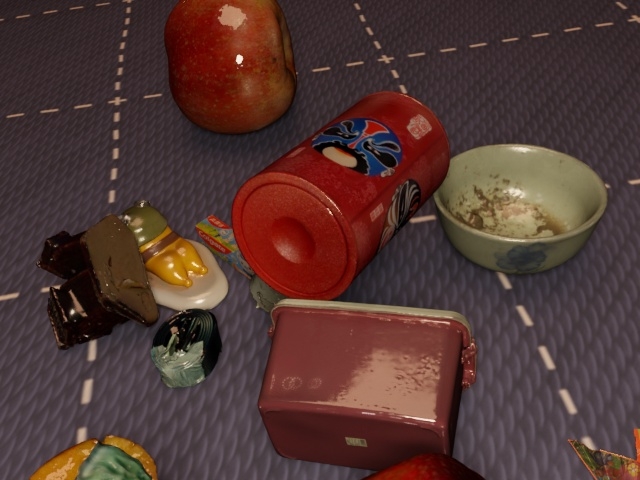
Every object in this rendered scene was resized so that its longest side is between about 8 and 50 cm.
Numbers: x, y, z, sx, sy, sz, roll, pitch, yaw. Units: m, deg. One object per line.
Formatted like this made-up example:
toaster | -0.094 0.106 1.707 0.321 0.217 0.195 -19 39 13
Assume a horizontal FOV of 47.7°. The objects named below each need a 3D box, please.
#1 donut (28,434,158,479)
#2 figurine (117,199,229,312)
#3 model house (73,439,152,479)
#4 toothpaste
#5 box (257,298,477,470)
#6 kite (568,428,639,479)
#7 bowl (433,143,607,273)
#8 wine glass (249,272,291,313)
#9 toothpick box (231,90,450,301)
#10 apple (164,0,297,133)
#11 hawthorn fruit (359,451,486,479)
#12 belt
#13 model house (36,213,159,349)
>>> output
donut | -0.299 0.347 0.957 0.178 0.065 0.162 -16 46 -13
figurine | -0.274 0.013 1.291 0.250 0.141 0.166 21 46 29
model house | -0.181 0.452 0.687 0.339 0.297 0.360 33 46 -4
toothpaste | -0.156 0.010 1.330 0.044 0.070 0.193 -35 48 -28
box | 0.060 0.202 0.983 0.293 0.193 0.168 3 46 14
kite | 0.415 0.307 0.942 0.190 0.010 0.159 15 43 22
bowl | 0.337 -0.034 1.256 0.289 0.146 0.289 -4 38 3
wine glass | 0.000 0.000 1.269 0.143 0.143 0.321 16 47 25
toothpick box | 0.043 -0.078 1.092 0.204 0.204 0.333 16 35 25
apple | -0.204 -0.411 1.640 0.276 0.349 0.349 -8 39 8
hawthorn fruit | 0.098 0.350 0.794 0.249 0.215 0.215 -28 40 8
belt | -0.215 0.169 1.158 0.105 0.058 0.140 -2 41 11
model house | -0.389 0.073 1.221 0.164 0.141 0.203 -27 71 30
